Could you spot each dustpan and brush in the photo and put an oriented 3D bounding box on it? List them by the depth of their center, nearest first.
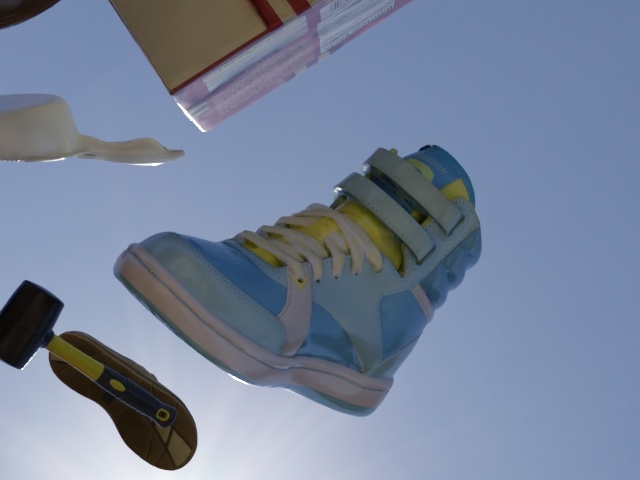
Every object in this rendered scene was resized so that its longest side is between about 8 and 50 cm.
[{"bbox_3d":[-0.215,-0.081,1.191,0.211,0.147,0.060,-6,-76,-1],"label":"dustpan and brush"}]

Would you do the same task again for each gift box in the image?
[{"bbox_3d":[-0.069,-0.263,1.124,0.255,0.276,0.258,-33,-95,-5],"label":"gift box"}]

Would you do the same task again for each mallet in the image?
[{"bbox_3d":[-0.181,0.105,1.152,0.039,0.062,0.190,25,-19,47],"label":"mallet"}]

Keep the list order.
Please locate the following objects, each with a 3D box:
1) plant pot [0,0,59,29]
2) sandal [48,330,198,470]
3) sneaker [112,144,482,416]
[{"bbox_3d":[-0.211,-0.219,0.815,0.167,0.165,0.167,-2,-105,7],"label":"plant pot"},{"bbox_3d":[-0.191,0.152,1.501,0.180,0.049,0.072,41,-77,-2],"label":"sandal"},{"bbox_3d":[0.000,0.000,1.074,0.127,0.319,0.208,40,-83,29],"label":"sneaker"}]
